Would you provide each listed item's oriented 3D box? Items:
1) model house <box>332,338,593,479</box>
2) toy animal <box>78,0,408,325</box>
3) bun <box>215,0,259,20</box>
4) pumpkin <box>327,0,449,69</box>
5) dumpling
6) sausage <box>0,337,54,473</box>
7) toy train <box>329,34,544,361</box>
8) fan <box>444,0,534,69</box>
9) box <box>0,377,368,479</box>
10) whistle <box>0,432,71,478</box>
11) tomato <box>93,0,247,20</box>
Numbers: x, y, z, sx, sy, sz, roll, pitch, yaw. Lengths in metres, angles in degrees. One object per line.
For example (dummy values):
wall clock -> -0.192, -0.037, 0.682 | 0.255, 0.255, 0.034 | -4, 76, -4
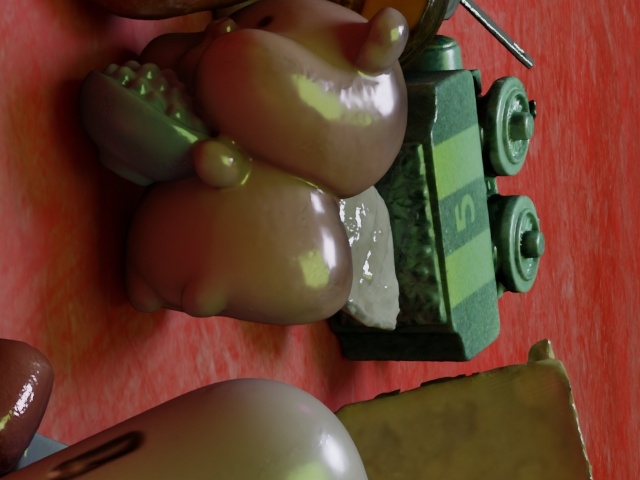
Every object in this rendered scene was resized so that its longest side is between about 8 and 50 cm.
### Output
model house -> 0.142, 0.282, 1.716 | 0.266, 0.261, 0.321 | 52, 25, -75
toy animal -> -0.039, -0.049, 1.318 | 0.229, 0.210, 0.221 | -26, 107, -30
bun -> -0.048, -0.193, 1.512 | 0.086, 0.055, 0.086 | -2, 90, -68
pumpkin -> 0.040, -0.238, 1.494 | 0.131, 0.126, 0.248 | 18, 71, -79
dumpling -> 0.000, -0.001, 1.558 | 0.150, 0.092, 0.176 | -38, 122, -67
sausage -> -0.190, 0.097, 1.106 | 0.054, 0.059, 0.094 | 38, 38, -17
toy train -> 0.101, -0.033, 1.735 | 0.238, 0.167, 0.299 | -32, 116, -59
fan -> 0.083, -0.285, 1.761 | 0.294, 0.012, 0.223 | 14, 50, -49
box -> -0.083, 0.262, 1.102 | 0.141, 0.288, 0.349 | 39, -31, 54
whistle -> -0.089, 0.190, 1.228 | 0.289, 0.163, 0.163 | 34, 56, -64
tomato -> -0.084, -0.262, 1.282 | 0.237, 0.095, 0.237 | -3, 95, -41
